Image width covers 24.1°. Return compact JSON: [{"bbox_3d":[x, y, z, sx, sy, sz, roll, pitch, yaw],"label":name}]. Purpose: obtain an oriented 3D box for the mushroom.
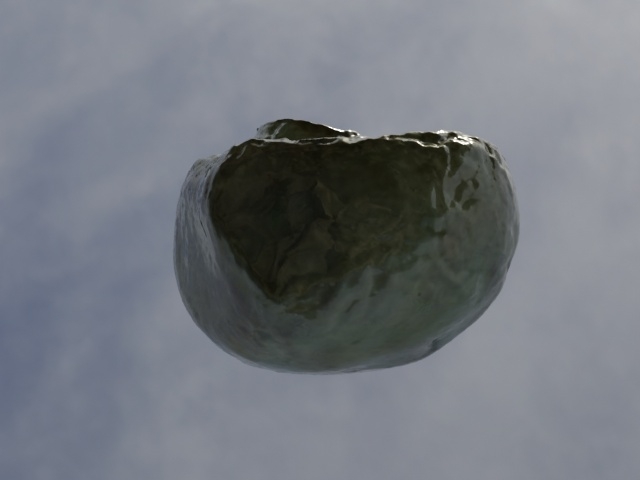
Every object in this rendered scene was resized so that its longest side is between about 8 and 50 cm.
[{"bbox_3d":[-0.003,0.008,1.074,0.267,0.164,0.189,5,-89,23],"label":"mushroom"}]
